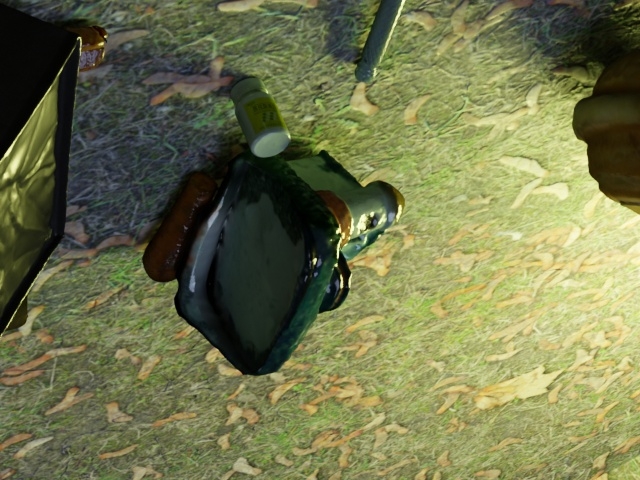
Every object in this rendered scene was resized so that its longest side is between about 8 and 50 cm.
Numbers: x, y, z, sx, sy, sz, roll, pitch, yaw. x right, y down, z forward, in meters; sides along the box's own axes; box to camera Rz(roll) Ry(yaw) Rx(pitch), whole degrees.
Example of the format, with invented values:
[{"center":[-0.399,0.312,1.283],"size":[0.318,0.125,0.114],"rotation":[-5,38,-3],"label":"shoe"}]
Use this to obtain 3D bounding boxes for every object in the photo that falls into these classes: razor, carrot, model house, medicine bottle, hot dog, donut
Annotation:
[{"center":[0.071,-0.246,2.051],"size":[0.106,0.068,0.232],"rotation":[-11,154,-20],"label":"razor"},{"center":[-0.165,-0.016,2.247],"size":[0.055,0.055,0.161],"rotation":[-2,136,-34],"label":"carrot"},{"center":[0.000,0.000,2.256],"size":[0.291,0.184,0.253],"rotation":[-21,144,-44],"label":"model house"},{"center":[-0.067,-0.136,2.088],"size":[0.047,0.083,0.047],"rotation":[-18,150,-11],"label":"medicine bottle"},{"center":[-0.281,-0.188,1.900],"size":[0.144,0.038,0.062],"rotation":[-14,146,-21],"label":"hot dog"},{"center":[0.522,-0.108,2.287],"size":[0.449,0.198,0.449],"rotation":[10,178,0],"label":"donut"}]

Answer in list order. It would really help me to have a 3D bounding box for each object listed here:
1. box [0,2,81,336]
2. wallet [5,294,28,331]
[{"center":[-0.376,-0.048,1.783],"size":[0.204,0.251,0.345],"rotation":[24,145,6],"label":"box"},{"center":[-0.393,0.049,2.201],"size":[0.110,0.031,0.198],"rotation":[-14,148,-18],"label":"wallet"}]
